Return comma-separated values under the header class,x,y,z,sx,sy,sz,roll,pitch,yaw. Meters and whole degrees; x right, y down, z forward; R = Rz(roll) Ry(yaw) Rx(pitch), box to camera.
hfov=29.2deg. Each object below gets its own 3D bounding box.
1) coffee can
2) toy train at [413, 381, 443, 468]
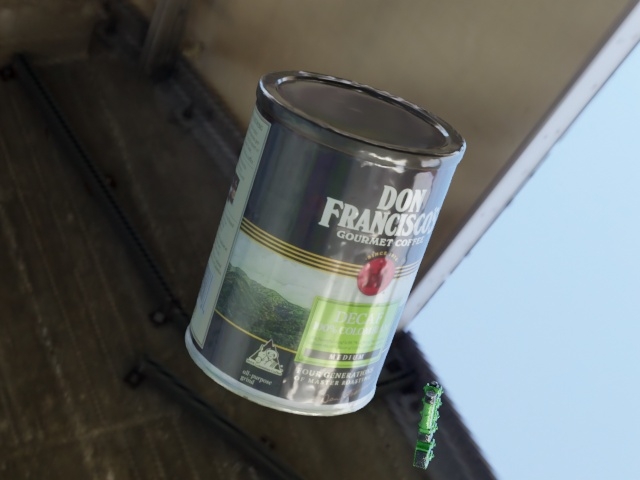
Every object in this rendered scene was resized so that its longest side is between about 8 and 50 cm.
class,x,y,z,sx,sy,sz,roll,pitch,yaw
coffee can,0.000,0.000,1.187,0.202,0.275,0.201,16,-159,-6
toy train,0.094,0.163,1.082,0.017,0.083,0.023,12,-155,14
